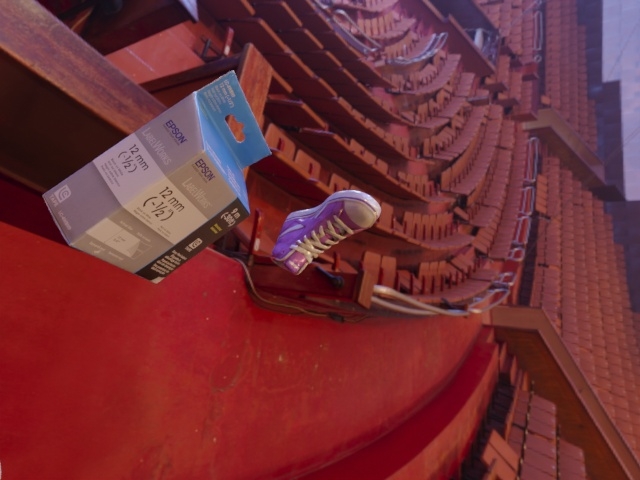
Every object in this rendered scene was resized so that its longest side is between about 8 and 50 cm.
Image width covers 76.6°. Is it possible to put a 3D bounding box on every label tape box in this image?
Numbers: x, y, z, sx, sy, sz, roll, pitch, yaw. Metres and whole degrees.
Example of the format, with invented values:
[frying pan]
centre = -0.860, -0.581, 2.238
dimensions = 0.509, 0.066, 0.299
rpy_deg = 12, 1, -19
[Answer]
[label tape box]
centre = -0.232, -0.091, 0.714
dimensions = 0.115, 0.348, 0.249
rpy_deg = 52, -7, 20

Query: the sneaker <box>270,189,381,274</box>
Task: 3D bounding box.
[sneaker]
centre = 0.000, 0.001, 0.860
dimensions = 0.102, 0.282, 0.160
rpy_deg = 42, 53, -23
